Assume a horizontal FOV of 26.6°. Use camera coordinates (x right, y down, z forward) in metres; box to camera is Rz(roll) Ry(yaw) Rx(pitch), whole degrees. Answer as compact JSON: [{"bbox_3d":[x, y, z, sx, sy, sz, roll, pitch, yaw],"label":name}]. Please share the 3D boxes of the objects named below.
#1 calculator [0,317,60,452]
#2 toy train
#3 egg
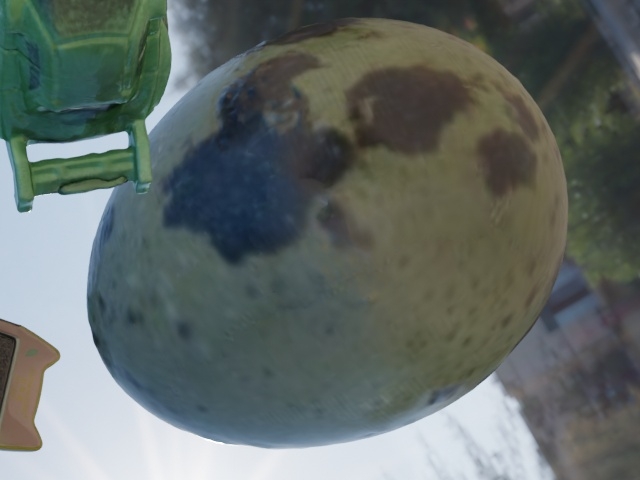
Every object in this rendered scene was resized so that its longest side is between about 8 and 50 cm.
[{"bbox_3d":[-0.385,0.129,1.389,0.236,0.033,0.157,27,-129,-28],"label":"calculator"},{"bbox_3d":[-0.099,-0.088,0.549,0.149,0.099,0.081,111,144,-54],"label":"toy train"},{"bbox_3d":[0.000,0.000,1.153,0.345,0.428,0.345,57,-163,-27],"label":"egg"}]
